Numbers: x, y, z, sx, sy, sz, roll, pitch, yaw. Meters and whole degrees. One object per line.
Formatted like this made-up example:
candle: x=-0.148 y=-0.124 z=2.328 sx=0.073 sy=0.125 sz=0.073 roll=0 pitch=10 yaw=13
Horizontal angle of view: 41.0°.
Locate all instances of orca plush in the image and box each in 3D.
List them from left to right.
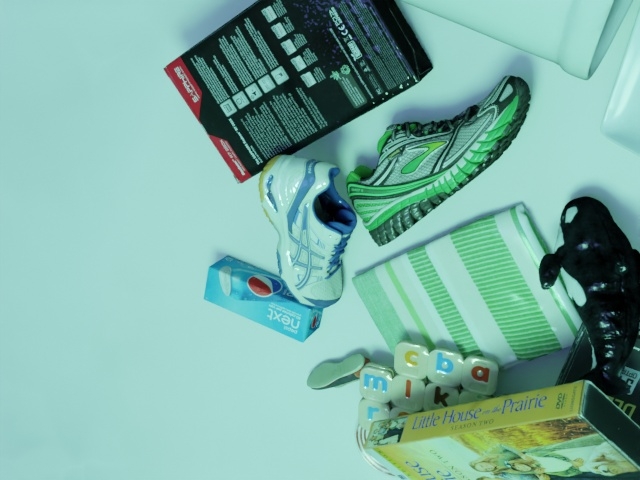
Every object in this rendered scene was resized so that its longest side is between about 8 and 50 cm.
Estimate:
orca plush: x=0.377 y=0.058 z=1.164 sx=0.151 sy=0.287 sz=0.102 roll=12 pitch=157 yaw=7

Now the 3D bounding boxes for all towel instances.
towel: x=0.237 y=0.106 z=1.381 sx=0.325 sy=0.038 sz=0.247 roll=-27 pitch=94 yaw=33

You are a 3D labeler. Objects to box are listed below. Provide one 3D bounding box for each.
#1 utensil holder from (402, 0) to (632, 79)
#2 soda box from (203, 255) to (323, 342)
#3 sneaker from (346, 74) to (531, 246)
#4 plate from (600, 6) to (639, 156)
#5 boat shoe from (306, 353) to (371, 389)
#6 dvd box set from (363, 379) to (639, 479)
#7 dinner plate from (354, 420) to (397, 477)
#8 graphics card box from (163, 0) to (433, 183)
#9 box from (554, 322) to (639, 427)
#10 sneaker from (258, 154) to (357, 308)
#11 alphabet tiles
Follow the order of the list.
utensil holder: x=0.211 y=-0.416 z=1.031 sx=0.386 sy=0.328 sz=0.327 roll=26 pitch=118 yaw=16
soda box: x=-0.101 y=0.102 z=1.531 sx=0.210 sy=0.067 sz=0.071 roll=21 pitch=116 yaw=18
sneaker: x=0.164 y=-0.132 z=1.273 sx=0.343 sy=0.134 sz=0.146 roll=-39 pitch=87 yaw=32
plate: x=0.486 y=-0.209 z=1.055 sx=0.277 sy=0.045 sz=0.277 roll=-128 pitch=42 yaw=-53
boat shoe: x=0.035 y=0.239 z=1.526 sx=0.137 sy=0.049 sz=0.043 roll=-26 pitch=134 yaw=32
dvd box set: x=0.309 y=0.347 z=1.283 sx=0.308 sy=0.062 sz=0.420 roll=42 pitch=142 yaw=-21
dinner plate: x=0.128 y=0.361 z=1.537 sx=0.141 sy=0.017 sz=0.141 roll=9 pitch=111 yaw=23
graphics card box: x=-0.040 y=-0.270 z=1.338 sx=0.371 sy=0.094 sz=0.232 roll=-26 pitch=102 yaw=33
box: x=0.498 y=0.255 z=1.254 sx=0.308 sy=0.076 sz=0.242 roll=20 pitch=116 yaw=10
sneaker: x=0.000 y=0.000 z=1.376 sx=0.131 sy=0.112 sz=0.296 roll=5 pitch=133 yaw=30
alphabet tiles: x=0.202 y=0.293 z=1.441 sx=0.284 sy=0.021 sz=0.277 roll=11 pitch=122 yaw=18
